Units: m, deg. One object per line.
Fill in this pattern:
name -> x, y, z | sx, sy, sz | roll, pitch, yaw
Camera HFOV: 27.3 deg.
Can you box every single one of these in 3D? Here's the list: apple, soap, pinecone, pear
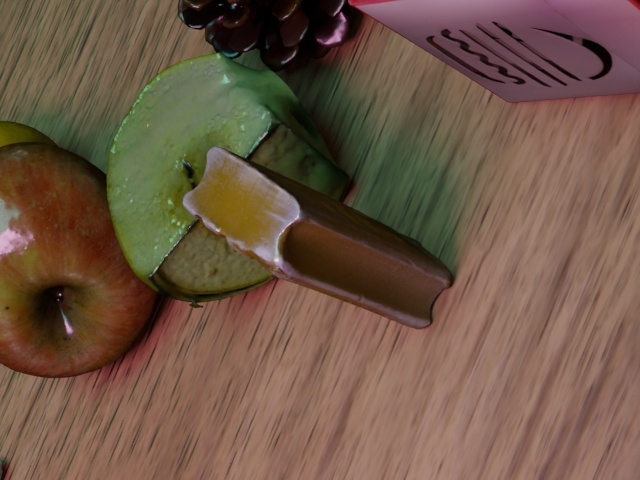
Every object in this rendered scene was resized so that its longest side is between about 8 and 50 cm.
apple -> -0.358, 0.017, 1.719 | 0.277, 0.309, 0.250 | -15, 33, -9
soap -> 0.000, 0.000, 1.427 | 0.173, 0.274, 0.089 | 36, 99, 41
pinecone -> -0.081, -0.344, 1.634 | 0.264, 0.264, 0.264 | -15, 66, 35
pear -> -0.132, -0.090, 1.642 | 0.286, 0.176, 0.282 | -50, 48, 8

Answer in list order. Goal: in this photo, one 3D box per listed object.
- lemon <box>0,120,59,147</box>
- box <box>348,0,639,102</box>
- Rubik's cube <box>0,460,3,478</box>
lemon -> -0.446, -0.082, 1.889 | 0.203, 0.178, 0.178 | 19, 87, 45
box -> 0.252, -0.327, 1.316 | 0.300, 0.314, 0.312 | 1, 75, 42
Rubik's cube -> -0.483, 0.342, 1.832 | 0.073, 0.084, 0.075 | 8, 96, 45
